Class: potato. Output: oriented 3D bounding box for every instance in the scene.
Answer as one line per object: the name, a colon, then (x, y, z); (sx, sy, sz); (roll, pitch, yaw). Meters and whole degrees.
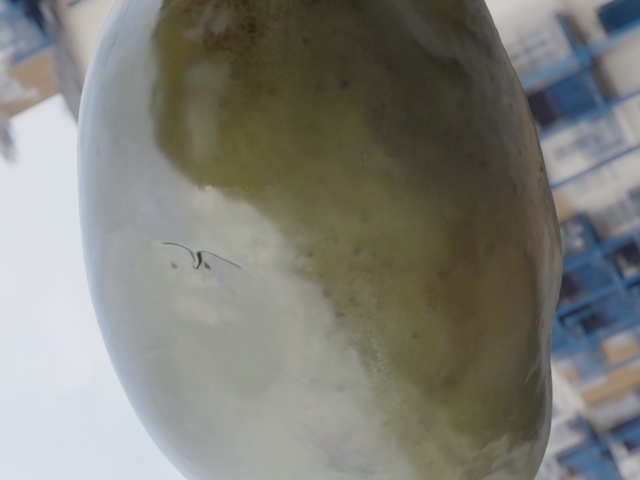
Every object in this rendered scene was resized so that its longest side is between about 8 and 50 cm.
potato: (0.000, 0.000, 0.933); (0.243, 0.221, 0.326); (-72, -25, -47)
